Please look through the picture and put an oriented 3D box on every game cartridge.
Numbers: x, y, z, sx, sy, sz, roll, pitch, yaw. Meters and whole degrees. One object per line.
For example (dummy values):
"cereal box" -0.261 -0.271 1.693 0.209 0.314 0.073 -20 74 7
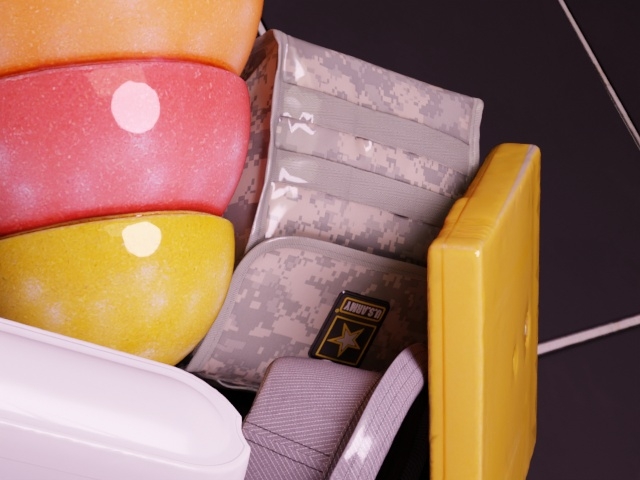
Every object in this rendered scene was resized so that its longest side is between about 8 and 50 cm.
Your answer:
"game cartridge" 0.131 0.094 1.251 0.323 0.052 0.285 -44 135 -68

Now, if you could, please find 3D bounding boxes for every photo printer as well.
"photo printer" -0.212 0.163 0.957 0.307 0.256 0.107 18 32 -29

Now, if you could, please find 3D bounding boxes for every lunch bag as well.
"lunch bag" 0.000 0.000 1.307 0.235 0.169 0.287 15 74 -35

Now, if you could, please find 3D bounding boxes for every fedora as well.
"fedora" -0.008 0.174 1.169 0.124 0.275 0.244 23 84 13

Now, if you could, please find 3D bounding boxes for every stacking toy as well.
"stacking toy" -0.177 -0.013 1.142 0.350 0.350 0.480 -2 82 -41
